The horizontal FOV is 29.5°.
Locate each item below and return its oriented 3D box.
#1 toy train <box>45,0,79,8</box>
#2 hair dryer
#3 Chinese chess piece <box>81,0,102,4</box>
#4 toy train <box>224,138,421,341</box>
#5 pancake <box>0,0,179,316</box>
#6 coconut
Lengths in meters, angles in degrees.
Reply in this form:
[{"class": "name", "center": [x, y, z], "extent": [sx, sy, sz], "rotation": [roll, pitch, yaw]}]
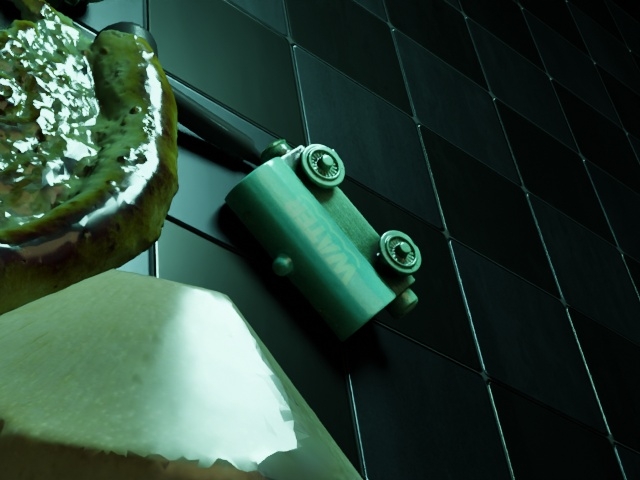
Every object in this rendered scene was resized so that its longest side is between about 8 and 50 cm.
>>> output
[{"class": "toy train", "center": [-0.331, -0.315, 1.306], "extent": [0.170, 0.071, 0.111], "rotation": [33, 25, -26]}, {"class": "hair dryer", "center": [-0.150, -0.131, 1.346], "extent": [0.248, 0.071, 0.114], "rotation": [36, 29, -38]}, {"class": "Chinese chess piece", "center": [-0.263, -0.311, 1.376], "extent": [0.034, 0.084, 0.084], "rotation": [-17, 65, -26]}, {"class": "toy train", "center": [0.000, 0.000, 1.354], "extent": [0.248, 0.101, 0.159], "rotation": [51, 45, 6]}, {"class": "pancake", "center": [-0.258, -0.099, 1.077], "extent": [0.305, 0.067, 0.427], "rotation": [44, 39, 6]}, {"class": "coconut", "center": [-0.136, 0.181, 0.726], "extent": [0.353, 0.352, 0.352], "rotation": [34, 32, -24]}]
